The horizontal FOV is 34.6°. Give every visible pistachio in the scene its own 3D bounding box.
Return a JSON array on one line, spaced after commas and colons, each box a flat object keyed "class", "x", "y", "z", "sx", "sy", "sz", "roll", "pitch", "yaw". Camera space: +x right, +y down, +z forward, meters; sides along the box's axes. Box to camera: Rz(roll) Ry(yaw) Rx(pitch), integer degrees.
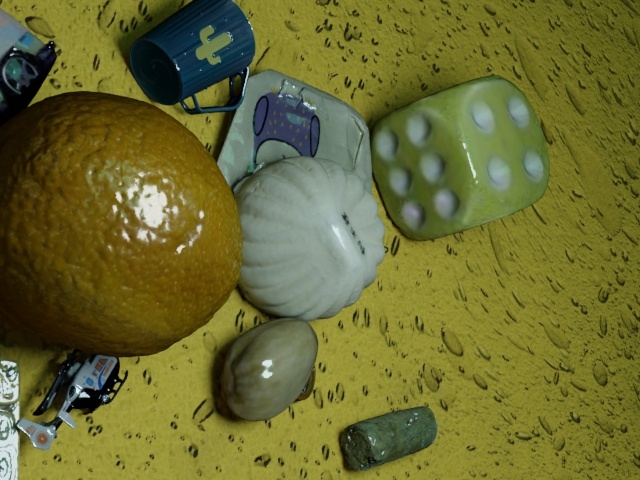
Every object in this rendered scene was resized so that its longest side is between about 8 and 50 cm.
[{"class": "pistachio", "x": -0.071, "y": 0.180, "z": 1.491, "sx": 0.126, "sy": 0.108, "sz": 0.185, "roll": 48, "pitch": 56, "yaw": -8}]

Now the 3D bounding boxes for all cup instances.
[{"class": "cup", "x": -0.187, "y": -0.265, "z": 1.547, "sx": 0.155, "sy": 0.131, "sz": 0.176, "roll": -39, "pitch": 113, "yaw": -37}]

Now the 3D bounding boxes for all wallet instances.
[{"class": "wallet", "x": -0.023, "y": -0.125, "z": 1.672, "sx": 0.335, "sy": 0.068, "sz": 0.275, "roll": 17, "pitch": 67, "yaw": -35}]

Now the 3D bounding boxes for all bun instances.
[{"class": "bun", "x": 0.000, "y": 0.000, "z": 1.532, "sx": 0.263, "sy": 0.175, "sz": 0.263, "roll": -2, "pitch": 95, "yaw": -28}]

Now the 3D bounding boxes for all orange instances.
[{"class": "orange", "x": -0.257, "y": -0.012, "z": 1.257, "sx": 0.357, "sy": 0.322, "sz": 0.322, "roll": 38, "pitch": 53, "yaw": -43}]

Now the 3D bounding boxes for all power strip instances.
[{"class": "power strip", "x": -0.395, "y": 0.266, "z": 1.229, "sx": 0.064, "sy": 0.044, "sz": 0.305, "roll": 9, "pitch": 69, "yaw": -38}]

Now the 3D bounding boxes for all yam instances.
[{"class": "yam", "x": 0.113, "y": 0.313, "z": 1.636, "sx": 0.179, "sy": 0.078, "sz": 0.078, "roll": -4, "pitch": 78, "yaw": -45}]

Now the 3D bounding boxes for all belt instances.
[{"class": "belt", "x": -0.038, "y": 0.204, "z": 1.567, "sx": 0.059, "sy": 0.036, "sz": 0.083, "roll": 21, "pitch": 61, "yaw": -33}]

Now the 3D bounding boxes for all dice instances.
[{"class": "dice", "x": 0.244, "y": -0.142, "z": 1.806, "sx": 0.233, "sy": 0.226, "sz": 0.238, "roll": -22, "pitch": 92, "yaw": -41}]

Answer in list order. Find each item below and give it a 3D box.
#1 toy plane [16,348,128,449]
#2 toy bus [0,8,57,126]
[{"class": "toy plane", "x": -0.310, "y": 0.194, "z": 1.314, "sx": 0.078, "sy": 0.053, "sz": 0.197, "roll": 47, "pitch": 41, "yaw": -15}, {"class": "toy bus", "x": -0.493, "y": -0.127, "z": 1.207, "sx": 0.162, "sy": 0.171, "sz": 0.386, "roll": 39, "pitch": 53, "yaw": -12}]
